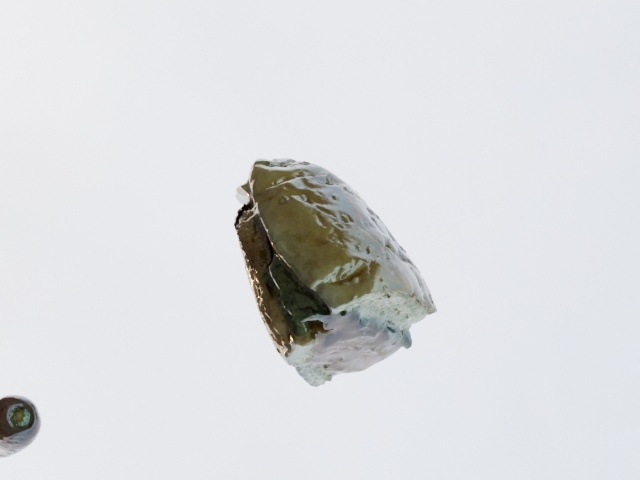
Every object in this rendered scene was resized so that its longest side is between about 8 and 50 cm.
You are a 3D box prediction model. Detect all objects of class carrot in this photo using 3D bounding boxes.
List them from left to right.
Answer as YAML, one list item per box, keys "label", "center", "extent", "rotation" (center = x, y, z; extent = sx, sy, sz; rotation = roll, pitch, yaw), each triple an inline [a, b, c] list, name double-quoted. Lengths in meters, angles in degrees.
- label: "carrot"
  center: [-0.272, 0.166, 1.580]
  extent: [0.191, 0.047, 0.047]
  rotation: [143, -37, -61]

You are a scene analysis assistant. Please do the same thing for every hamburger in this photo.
- label: "hamburger"
  center: [0.000, 0.000, 1.616]
  extent: [0.135, 0.155, 0.208]
  rotation: [-24, -118, 4]
